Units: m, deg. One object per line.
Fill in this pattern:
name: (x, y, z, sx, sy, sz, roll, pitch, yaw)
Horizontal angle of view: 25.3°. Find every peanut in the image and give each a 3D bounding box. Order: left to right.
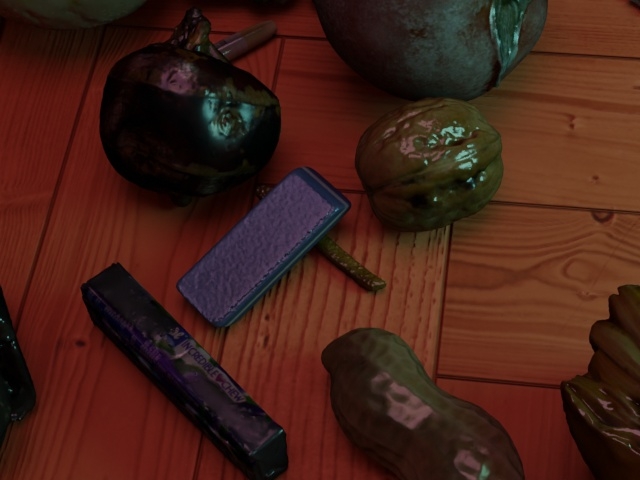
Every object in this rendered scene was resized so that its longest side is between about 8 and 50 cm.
peanut: (0.110, 0.201, 1.526, 0.136, 0.120, 0.298, -11, 46, -45)

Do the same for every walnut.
walnut: (0.135, -0.093, 1.709, 0.184, 0.155, 0.155, -20, 57, -9)

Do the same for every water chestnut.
water chestnut: (-0.158, -0.162, 1.729, 0.223, 0.223, 0.238, 15, 88, 14)

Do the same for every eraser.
eraser: (-0.067, 0.005, 1.691, 0.082, 0.036, 0.225, 42, 80, 20)

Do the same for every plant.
plant: (-0.399, 0.135, 1.584, 0.141, 0.164, 0.256, -11, 44, -4)

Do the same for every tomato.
tomato: (0.143, -0.327, 1.769, 0.282, 0.317, 0.317, 12, 54, 38)

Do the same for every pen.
pen: (-0.156, -0.233, 1.894, 0.233, 0.032, 0.040, -29, 82, -16)

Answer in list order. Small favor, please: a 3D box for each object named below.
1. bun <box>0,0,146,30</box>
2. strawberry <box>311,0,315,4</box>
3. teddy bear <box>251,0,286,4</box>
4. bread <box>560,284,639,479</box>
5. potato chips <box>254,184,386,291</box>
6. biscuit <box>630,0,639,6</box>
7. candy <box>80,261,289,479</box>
bun: (-0.356, -0.430, 1.930, 0.365, 0.219, 0.365, 0, 64, 0)
strawberry: (0.029, -0.349, 1.937, 0.096, 0.083, 0.083, -33, 53, 21)
teddy bear: (-0.088, -0.367, 1.947, 0.213, 0.133, 0.111, -21, 99, 12)
bread: (0.364, 0.225, 1.425, 0.167, 0.277, 0.325, -33, 56, 10)
potato chips: (0.000, 0.000, 1.723, 0.204, 0.037, 0.026, 40, 77, 21)
biscuit: (0.560, -0.339, 1.912, 0.289, 0.038, 0.141, 7, 56, 9)
candy: (-0.152, 0.148, 1.596, 0.061, 0.088, 0.312, -38, 61, -19)
